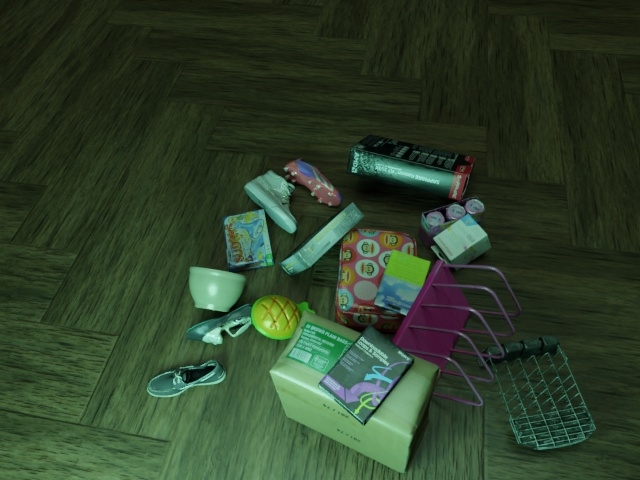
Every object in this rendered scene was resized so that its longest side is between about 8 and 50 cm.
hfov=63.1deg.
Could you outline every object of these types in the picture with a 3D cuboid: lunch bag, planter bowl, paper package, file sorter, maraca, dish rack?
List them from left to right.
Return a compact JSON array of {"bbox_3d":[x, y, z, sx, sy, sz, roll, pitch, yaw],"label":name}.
[{"bbox_3d":[-0.294,0.141,1.455,0.162,0.162,0.109,8,80,10],"label":"planter bowl"},{"bbox_3d":[-0.098,0.209,1.418,0.185,0.099,0.127,9,59,-21],"label":"maraca"},{"bbox_3d":[0.081,0.343,1.170,0.324,0.309,0.168,20,57,19],"label":"paper package"},{"bbox_3d":[0.177,0.107,1.456,0.258,0.120,0.293,4,53,7],"label":"lunch bag"},{"bbox_3d":[0.341,0.221,1.267,0.182,0.202,0.291,-1,44,47],"label":"file sorter"},{"bbox_3d":[0.527,0.366,1.271,0.208,0.074,0.272,-10,55,-2],"label":"dish rack"}]

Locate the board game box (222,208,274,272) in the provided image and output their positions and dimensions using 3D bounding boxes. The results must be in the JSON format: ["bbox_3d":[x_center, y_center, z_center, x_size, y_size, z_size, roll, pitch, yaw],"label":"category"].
[{"bbox_3d":[-0.226,-0.001,1.617,0.136,0.035,0.201,-12,53,-5],"label":"board game box"}]

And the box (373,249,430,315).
[{"bbox_3d":[0.211,0.117,1.358,0.109,0.042,0.178,18,57,11],"label":"box"}]

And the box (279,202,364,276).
[{"bbox_3d":[0.000,0.000,1.511,0.231,0.183,0.056,-43,94,-23],"label":"box"}]

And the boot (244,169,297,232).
[{"bbox_3d":[-0.128,-0.137,1.672,0.123,0.095,0.258,-38,59,-14],"label":"boot"}]

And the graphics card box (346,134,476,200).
[{"bbox_3d":[0.292,-0.241,1.665,0.370,0.094,0.233,17,27,14],"label":"graphics card box"}]

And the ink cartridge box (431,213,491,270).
[{"bbox_3d":[0.403,0.012,1.510,0.143,0.090,0.092,-35,55,6],"label":"ink cartridge box"}]

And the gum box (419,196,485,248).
[{"bbox_3d":[0.398,-0.055,1.567,0.188,0.107,0.062,-17,54,-9],"label":"gum box"}]

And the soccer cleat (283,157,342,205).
[{"bbox_3d":[-0.014,-0.200,1.726,0.248,0.083,0.095,33,57,28],"label":"soccer cleat"}]

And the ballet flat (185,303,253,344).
[{"bbox_3d":[-0.263,0.239,1.422,0.203,0.074,0.074,-22,55,-15],"label":"ballet flat"}]

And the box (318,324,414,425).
[{"bbox_3d":[0.091,0.259,1.020,0.116,0.029,0.162,34,66,24],"label":"box"}]

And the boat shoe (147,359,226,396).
[{"bbox_3d":[-0.351,0.348,1.348,0.206,0.065,0.075,-11,54,-4],"label":"boat shoe"}]
